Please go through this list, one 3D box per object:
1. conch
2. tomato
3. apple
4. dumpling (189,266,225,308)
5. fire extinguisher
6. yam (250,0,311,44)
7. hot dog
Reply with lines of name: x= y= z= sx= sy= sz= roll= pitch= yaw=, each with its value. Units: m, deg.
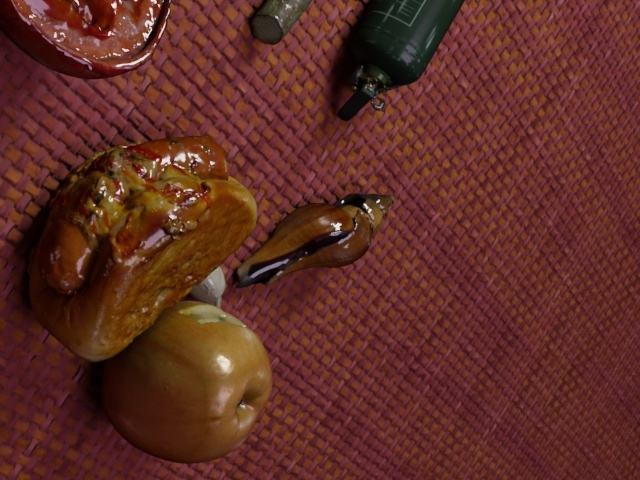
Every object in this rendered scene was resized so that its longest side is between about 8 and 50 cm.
conch: x=0.005 y=-0.002 z=1.715 sx=0.233 sy=0.080 sz=0.086 roll=-21 pitch=117 yaw=-43
tomato: x=-0.230 y=-0.255 z=1.264 sx=0.228 sy=0.101 sz=0.228 roll=1 pitch=89 yaw=-48
apple: x=-0.140 y=0.152 z=1.538 sx=0.199 sy=0.199 sz=0.199 roll=-28 pitch=130 yaw=-40
dumpling: x=-0.130 y=0.038 z=1.604 sx=0.043 sy=0.077 sz=0.059 roll=-43 pitch=-164 yaw=31
fire extinguisher: x=0.114 y=-0.280 z=1.687 sx=0.095 sy=0.114 sz=0.311 roll=33 pitch=80 yaw=-14
yam: x=-0.036 y=-0.259 z=1.549 sx=0.094 sy=0.043 sz=0.043 roll=-55 pitch=143 yaw=-16
hot dog: x=-0.182 y=-0.012 z=1.426 sx=0.257 sy=0.150 sz=0.153 roll=-42 pitch=147 yaw=-28
